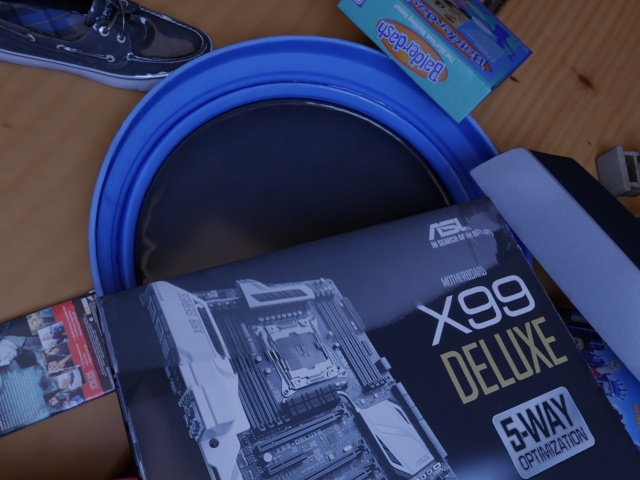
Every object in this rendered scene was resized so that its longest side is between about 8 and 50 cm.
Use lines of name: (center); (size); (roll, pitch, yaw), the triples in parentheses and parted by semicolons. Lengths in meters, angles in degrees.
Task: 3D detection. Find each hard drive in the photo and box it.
hard drive: (0.247, 0.024, 0.481); (0.172, 0.054, 0.254); (-4, 53, -50)

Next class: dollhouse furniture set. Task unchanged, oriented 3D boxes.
dollhouse furniture set: (0.345, -0.049, 0.579); (0.101, 0.182, 0.160); (3, 72, -14)

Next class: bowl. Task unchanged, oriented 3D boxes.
bowl: (0.000, 0.000, 0.530); (0.392, 0.077, 0.390); (4, 72, -14)

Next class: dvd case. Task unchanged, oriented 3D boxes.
dvd case: (-0.226, 0.100, 0.472); (0.120, 0.013, 0.087); (-20, 79, -21)

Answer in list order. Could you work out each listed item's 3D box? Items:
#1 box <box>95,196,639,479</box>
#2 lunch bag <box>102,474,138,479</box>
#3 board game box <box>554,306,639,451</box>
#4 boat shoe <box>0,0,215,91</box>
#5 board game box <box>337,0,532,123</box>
box: (0.037, 0.116, 0.390); (0.308, 0.076, 0.242); (-14, 67, -22)
lunch bag: (-0.154, 0.283, 0.338); (0.293, 0.120, 0.258); (3, 60, -28)
board game box: (0.261, 0.155, 0.513); (0.194, 0.060, 0.194); (6, 45, 7)
boat shoe: (-0.211, -0.200, 0.538); (0.229, 0.076, 0.080); (8, 71, -12)
board game box: (0.129, -0.216, 0.600); (0.160, 0.047, 0.210); (46, 38, 3)
